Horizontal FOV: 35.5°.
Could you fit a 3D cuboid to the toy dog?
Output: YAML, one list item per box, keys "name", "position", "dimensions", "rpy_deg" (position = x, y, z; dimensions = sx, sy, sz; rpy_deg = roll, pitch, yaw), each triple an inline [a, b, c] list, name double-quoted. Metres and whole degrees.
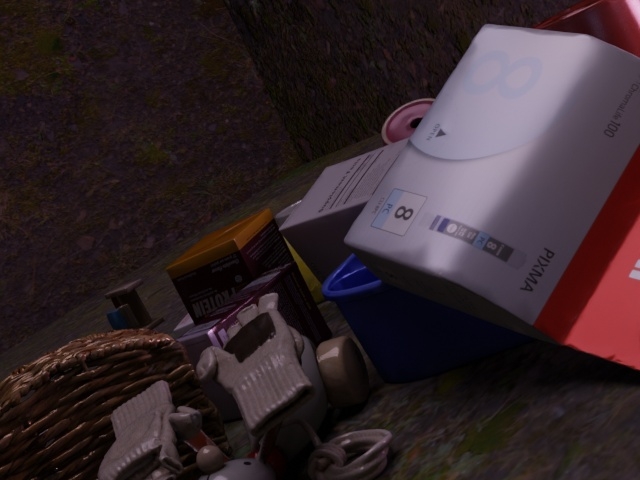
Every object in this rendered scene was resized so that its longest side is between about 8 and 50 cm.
- name: "toy dog"
  position: [-0.061, 0.167, 1.086]
  dimensions: [0.220, 0.161, 0.334]
  rpy_deg: [-26, 9, 1]

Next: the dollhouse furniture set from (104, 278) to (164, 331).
- name: "dollhouse furniture set"
  position: [-0.335, 0.183, 1.666]
  dimensions: [0.129, 0.184, 0.129]
  rpy_deg: [-17, 14, 46]

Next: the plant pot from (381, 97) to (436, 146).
- name: "plant pot"
  position: [0.202, -0.152, 1.826]
  dimensions: [0.201, 0.180, 0.201]
  rpy_deg: [-18, 43, 17]

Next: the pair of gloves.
- name: "pair of gloves"
  position: [-0.123, 0.158, 0.995]
  dimensions: [0.240, 0.042, 0.204]
  rpy_deg: [-34, 22, 6]

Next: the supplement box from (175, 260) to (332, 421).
- name: "supplement box"
  position: [-0.090, 0.139, 1.414]
  dimensions: [0.073, 0.130, 0.239]
  rpy_deg: [-20, 11, 36]

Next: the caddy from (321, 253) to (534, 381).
- name: "caddy"
  position: [0.168, 0.023, 1.203]
  dimensions: [0.341, 0.179, 0.241]
  rpy_deg: [-23, 11, 19]

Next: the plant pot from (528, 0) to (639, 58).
- name: "plant pot"
  position: [0.495, -0.282, 1.712]
  dimensions: [0.272, 0.265, 0.272]
  rpy_deg: [-26, 9, 5]

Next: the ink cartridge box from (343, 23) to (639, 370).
- name: "ink cartridge box"
  position: [0.245, -0.058, 0.983]
  dimensions: [0.385, 0.091, 0.308]
  rpy_deg: [19, 69, 47]

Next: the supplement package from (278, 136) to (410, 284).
- name: "supplement package"
  position: [0.116, -0.035, 1.573]
  dimensions: [0.293, 0.177, 0.175]
  rpy_deg: [-17, 28, 46]

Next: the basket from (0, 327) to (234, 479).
- name: "basket"
  position: [-0.295, 0.231, 1.209]
  dimensions: [0.299, 0.214, 0.223]
  rpy_deg: [-29, 11, -19]

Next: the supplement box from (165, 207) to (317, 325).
- name: "supplement box"
  position: [-0.121, 0.080, 1.616]
  dimensions: [0.129, 0.194, 0.191]
  rpy_deg: [-23, 10, 19]

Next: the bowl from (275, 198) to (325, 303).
- name: "bowl"
  position: [0.000, 0.000, 1.850]
  dimensions: [0.289, 0.156, 0.289]
  rpy_deg: [-25, 10, 5]

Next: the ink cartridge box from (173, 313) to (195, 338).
- name: "ink cartridge box"
  position: [-0.198, 0.153, 1.835]
  dimensions: [0.180, 0.060, 0.104]
  rpy_deg: [-24, 10, 15]
